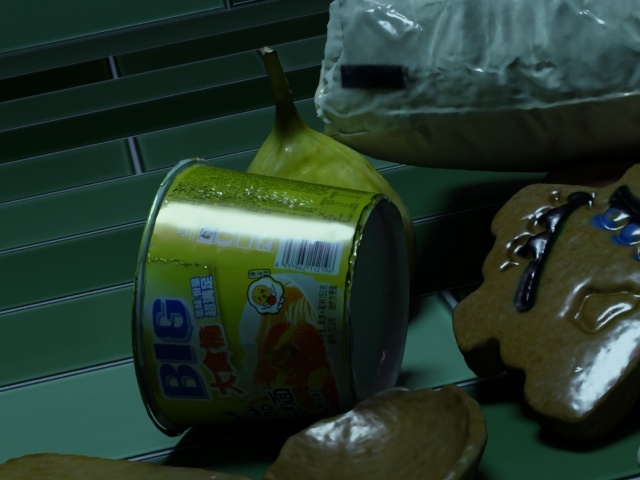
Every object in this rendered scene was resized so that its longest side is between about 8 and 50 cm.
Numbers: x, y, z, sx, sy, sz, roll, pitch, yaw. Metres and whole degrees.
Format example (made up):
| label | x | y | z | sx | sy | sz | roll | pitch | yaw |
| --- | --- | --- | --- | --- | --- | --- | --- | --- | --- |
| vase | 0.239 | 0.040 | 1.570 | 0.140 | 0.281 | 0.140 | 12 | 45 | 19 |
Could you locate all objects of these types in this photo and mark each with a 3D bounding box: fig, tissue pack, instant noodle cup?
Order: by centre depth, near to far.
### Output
| label | x | y | z | sx | sy | sz | roll | pitch | yaw |
| --- | --- | --- | --- | --- | --- | --- | --- | --- | --- |
| instant noodle cup | -0.028 | 0.040 | 1.337 | 0.153 | 0.205 | 0.205 | 1 | 19 | 18 |
| fig | -0.016 | -0.039 | 1.493 | 0.159 | 0.257 | 0.159 | -9 | 32 | 6 |
| tissue pack | 0.211 | -0.152 | 1.605 | 0.390 | 0.195 | 0.375 | -2 | -4 | 26 |

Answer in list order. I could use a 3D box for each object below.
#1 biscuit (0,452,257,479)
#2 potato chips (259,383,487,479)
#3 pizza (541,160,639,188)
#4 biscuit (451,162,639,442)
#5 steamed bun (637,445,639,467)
| label | x | y | z | sx | sy | sz | roll | pitch | yaw |
| --- | --- | --- | --- | --- | --- | --- | --- | --- | --- |
| biscuit | -0.184 | 0.192 | 1.224 | 0.237 | 0.013 | 0.232 | 0 | 19 | 37 |
| potato chips | 0.034 | 0.146 | 1.175 | 0.150 | 0.049 | 0.201 | -15 | 18 | -1 |
| pizza | 0.260 | 0.008 | 1.428 | 0.161 | 0.085 | 0.305 | -31 | 27 | -15 |
| biscuit | 0.232 | 0.010 | 1.311 | 0.301 | 0.043 | 0.278 | -24 | 31 | 7 |
| steamed bun | 0.266 | 0.102 | 1.072 | 0.183 | 0.106 | 0.183 | -8 | 16 | 2 |
